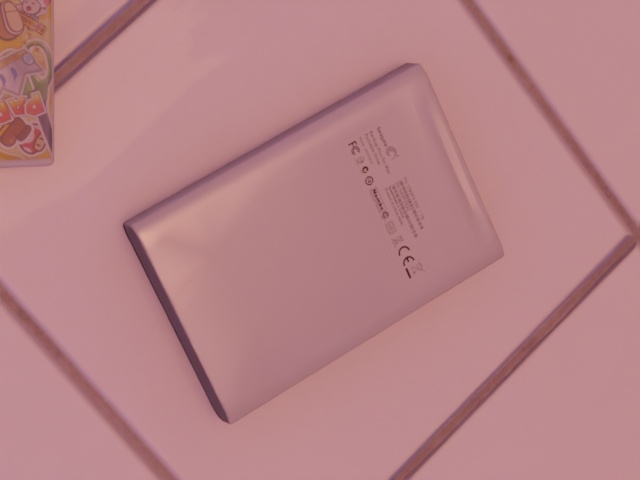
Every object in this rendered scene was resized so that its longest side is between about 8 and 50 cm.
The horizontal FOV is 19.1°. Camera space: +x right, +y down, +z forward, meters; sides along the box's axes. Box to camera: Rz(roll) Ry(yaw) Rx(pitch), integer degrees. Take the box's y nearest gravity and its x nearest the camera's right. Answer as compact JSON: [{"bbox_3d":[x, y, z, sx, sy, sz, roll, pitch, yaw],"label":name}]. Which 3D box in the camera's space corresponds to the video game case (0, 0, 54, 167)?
[{"bbox_3d":[-0.328,-0.159,1.541,0.227,0.026,0.206,-4,102,-24],"label":"video game case"}]

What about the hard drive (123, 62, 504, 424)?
[{"bbox_3d":[0.000,0.000,1.705,0.307,0.040,0.203,-30,107,-18],"label":"hard drive"}]
